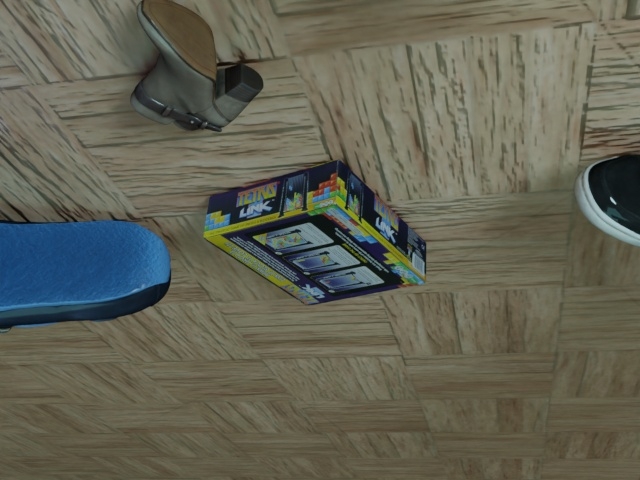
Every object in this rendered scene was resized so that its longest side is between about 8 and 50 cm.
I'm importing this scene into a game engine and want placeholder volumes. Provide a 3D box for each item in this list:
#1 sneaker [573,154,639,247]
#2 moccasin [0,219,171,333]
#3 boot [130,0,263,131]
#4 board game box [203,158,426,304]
[{"bbox_3d":[0.306,-0.049,0.571,0.216,0.079,0.121,6,150,-22],"label":"sneaker"},{"bbox_3d":[-0.319,0.049,0.756,0.341,0.138,0.117,5,156,-2],"label":"moccasin"},{"bbox_3d":[-0.100,-0.111,0.529,0.087,0.042,0.118,-17,146,37],"label":"boot"},{"bbox_3d":[0.000,0.000,0.718,0.141,0.048,0.170,-12,149,30],"label":"board game box"}]
